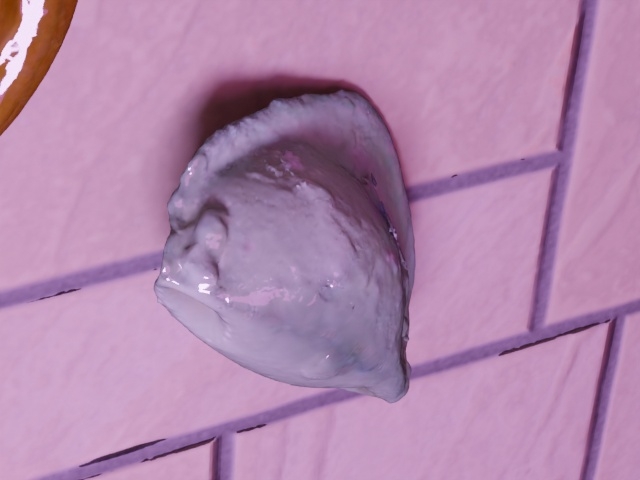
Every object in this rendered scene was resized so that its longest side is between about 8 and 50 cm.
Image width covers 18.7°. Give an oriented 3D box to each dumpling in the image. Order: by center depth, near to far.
[{"bbox_3d":[0.002,0.009,1.021,0.149,0.105,0.216,-45,135,4],"label":"dumpling"}]

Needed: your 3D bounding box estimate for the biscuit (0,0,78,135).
[{"bbox_3d":[-0.219,-0.109,0.831,0.262,0.037,0.262,-18,132,-21],"label":"biscuit"}]
